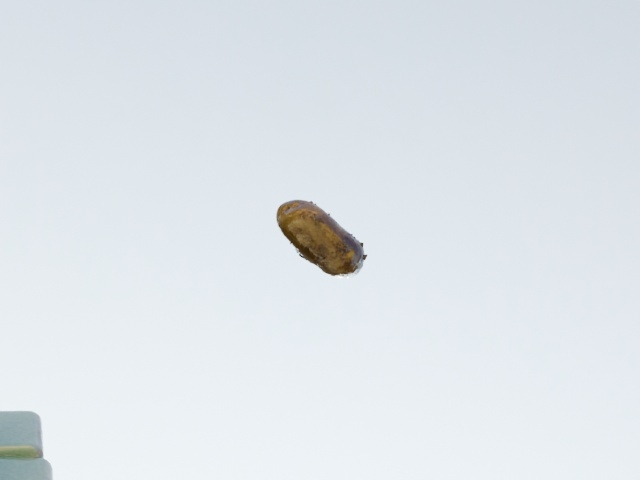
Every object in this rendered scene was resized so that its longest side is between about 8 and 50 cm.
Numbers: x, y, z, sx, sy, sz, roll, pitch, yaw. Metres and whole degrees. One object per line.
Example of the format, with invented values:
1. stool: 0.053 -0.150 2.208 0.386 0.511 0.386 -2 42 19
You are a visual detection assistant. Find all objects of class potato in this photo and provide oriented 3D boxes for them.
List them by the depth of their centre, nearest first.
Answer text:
1. potato: 0.000 0.000 1.231 0.083 0.040 0.051 38 -13 -20

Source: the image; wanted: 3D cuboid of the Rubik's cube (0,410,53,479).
1. Rubik's cube: -0.389 0.339 1.330 0.321 0.316 0.319 1 -76 -13
